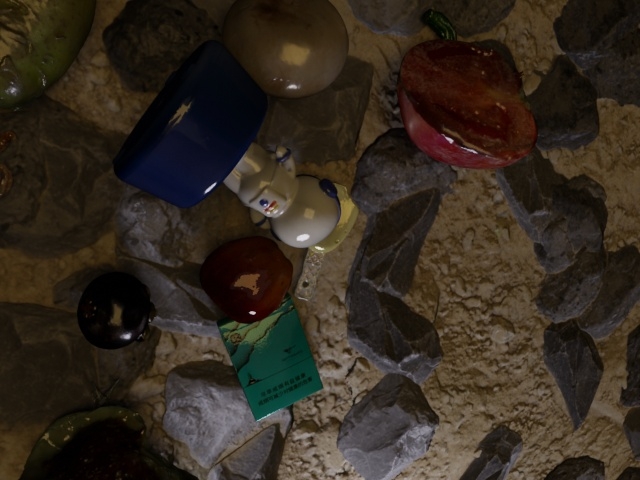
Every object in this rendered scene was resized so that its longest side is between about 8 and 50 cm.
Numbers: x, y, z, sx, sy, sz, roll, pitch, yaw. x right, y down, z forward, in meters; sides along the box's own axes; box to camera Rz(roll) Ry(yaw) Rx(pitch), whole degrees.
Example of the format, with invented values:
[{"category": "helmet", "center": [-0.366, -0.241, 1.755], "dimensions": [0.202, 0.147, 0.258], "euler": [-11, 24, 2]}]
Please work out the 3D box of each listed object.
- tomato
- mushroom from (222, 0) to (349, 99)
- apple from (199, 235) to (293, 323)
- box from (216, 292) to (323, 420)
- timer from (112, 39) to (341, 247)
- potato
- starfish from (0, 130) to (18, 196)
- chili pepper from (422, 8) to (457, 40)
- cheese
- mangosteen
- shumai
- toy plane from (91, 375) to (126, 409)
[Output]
[{"category": "tomato", "center": [0.277, -0.252, 1.055], "dimensions": [0.309, 0.170, 0.309], "euler": [6, 62, -10]}, {"category": "mushroom", "center": [-0.064, -0.352, 0.922], "dimensions": [0.226, 0.178, 0.226], "euler": [8, 63, -16]}, {"category": "apple", "center": [-0.135, 0.068, 0.967], "dimensions": [0.158, 0.147, 0.156], "euler": [-39, 76, -2]}, {"category": "box", "center": [-0.101, 0.240, 1.062], "dimensions": [0.161, 0.042, 0.226], "euler": [-23, 106, -16]}, {"category": "timer", "center": [-0.124, -0.119, 0.896], "dimensions": [0.383, 0.270, 0.270], "euler": [37, 85, -28]}, {"category": "potato", "center": [-0.461, -0.344, 0.793], "dimensions": [0.176, 0.141, 0.298], "euler": [34, 79, -34]}, {"category": "starfish", "center": [-0.597, -0.120, 0.834], "dimensions": [0.209, 0.053, 0.150], "euler": [-37, 121, -15]}, {"category": "chili pepper", "center": [0.259, -0.442, 1.089], "dimensions": [0.055, 0.035, 0.118], "euler": [-32, 118, 1]}, {"category": "cheese", "center": [0.000, 0.000, 1.057], "dimensions": [0.127, 0.050, 0.255], "euler": [14, 94, -21]}, {"category": "mangosteen", "center": [-0.356, 0.128, 0.920], "dimensions": [0.151, 0.137, 0.137], "euler": [23, 90, -55]}, {"category": "shumai", "center": [-0.360, 0.448, 0.940], "dimensions": [0.330, 0.292, 0.288], "euler": [-5, 65, -25]}, {"category": "toy plane", "center": [-0.408, 0.299, 0.972], "dimensions": [0.078, 0.024, 0.084], "euler": [34, 86, -3]}]
